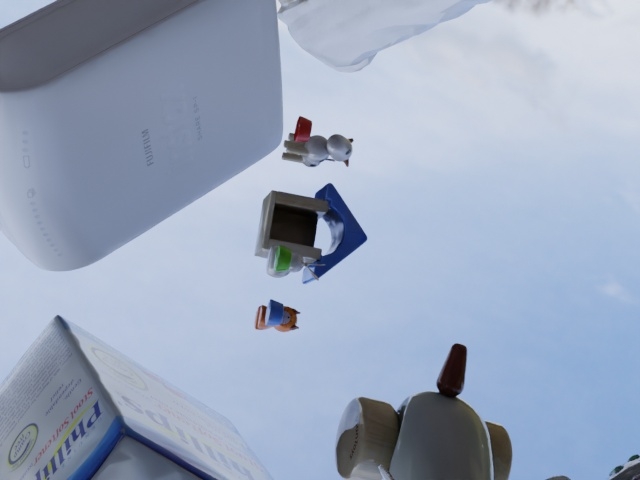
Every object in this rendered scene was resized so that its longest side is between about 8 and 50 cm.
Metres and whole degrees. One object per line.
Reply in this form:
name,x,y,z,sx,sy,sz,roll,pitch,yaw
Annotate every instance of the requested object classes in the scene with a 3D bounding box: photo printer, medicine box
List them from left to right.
photo printer,-0.179,-0.122,1.127,0.307,0.256,0.107,-34,-124,-25
medicine box,-0.182,0.243,1.244,0.263,0.149,0.289,37,180,-31

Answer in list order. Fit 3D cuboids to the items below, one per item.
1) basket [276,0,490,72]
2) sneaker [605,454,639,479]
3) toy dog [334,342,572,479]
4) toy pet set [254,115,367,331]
basket,0.071,-0.287,0.377,0.266,0.328,0.331,43,-115,-15
sneaker,0.219,0.141,0.717,0.223,0.083,0.098,-20,-157,-5
toy dog,0.131,0.213,1.069,0.220,0.161,0.333,1,-154,-33
toy pet set,0.000,0.000,0.736,0.065,0.122,0.114,11,170,-10
